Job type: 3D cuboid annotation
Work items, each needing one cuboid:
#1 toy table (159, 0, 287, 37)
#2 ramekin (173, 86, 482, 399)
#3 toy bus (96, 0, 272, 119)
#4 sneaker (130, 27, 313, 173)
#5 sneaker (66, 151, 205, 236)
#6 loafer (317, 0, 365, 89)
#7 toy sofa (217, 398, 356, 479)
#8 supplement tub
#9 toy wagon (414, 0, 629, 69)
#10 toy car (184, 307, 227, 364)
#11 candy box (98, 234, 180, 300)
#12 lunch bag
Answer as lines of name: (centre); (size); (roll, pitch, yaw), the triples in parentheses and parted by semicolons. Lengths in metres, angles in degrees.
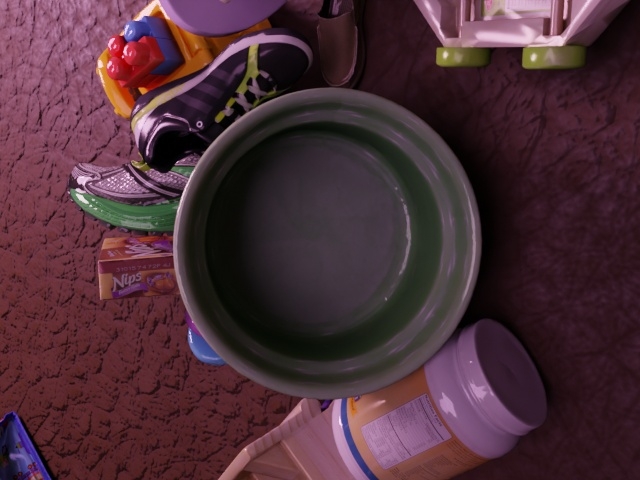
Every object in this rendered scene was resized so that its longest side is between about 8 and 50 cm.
toy table: (-0.058, -0.346, 0.838); (0.161, 0.252, 0.274); (11, 81, 66)
ramekin: (0.000, 0.000, 0.855); (0.304, 0.148, 0.303); (-1, 94, -10)
toy bus: (-0.189, -0.204, 0.984); (0.220, 0.211, 0.149); (-31, 82, 34)
sneaker: (-0.104, -0.140, 0.891); (0.235, 0.084, 0.097); (-26, 57, 19)
sneaker: (-0.149, -0.084, 1.005); (0.344, 0.134, 0.146); (-1, 99, 13)
loafer: (0.020, -0.245, 0.937); (0.056, 0.050, 0.147); (8, 102, 32)
toy sofa: (0.053, 0.368, 0.979); (0.362, 0.177, 0.150); (51, 144, 15)
supplement tub: (0.127, 0.183, 0.884); (0.200, 0.144, 0.144); (-36, 78, 31)
toy wagon: (0.160, -0.302, 0.787); (0.344, 0.068, 0.267); (19, 113, 55)
toy car: (-0.106, 0.081, 1.020); (0.159, 0.136, 0.181); (34, 114, 23)
candy box: (-0.225, 0.031, 1.045); (0.109, 0.187, 0.053); (-4, 98, -11)
lunch bag: (-0.526, 0.480, 1.371); (0.221, 0.138, 0.293); (-43, 84, 27)
